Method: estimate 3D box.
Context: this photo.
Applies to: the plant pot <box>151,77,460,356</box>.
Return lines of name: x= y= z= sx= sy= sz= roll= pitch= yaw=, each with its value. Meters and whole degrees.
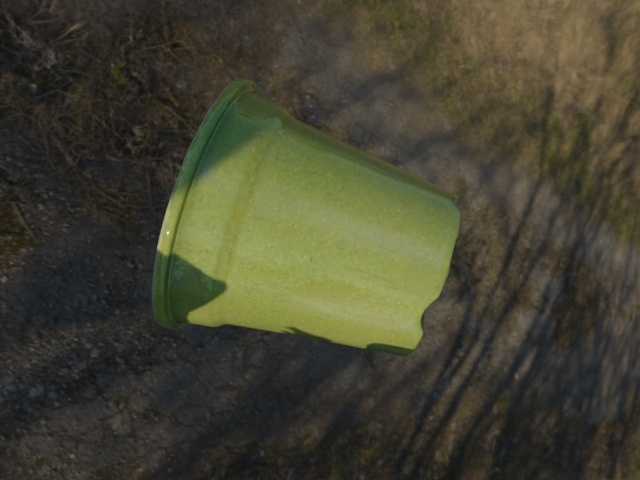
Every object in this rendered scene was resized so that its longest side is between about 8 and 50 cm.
plant pot: x=0.000 y=0.000 z=0.621 sx=0.276 sy=0.254 sz=0.276 roll=18 pitch=90 yaw=-88
